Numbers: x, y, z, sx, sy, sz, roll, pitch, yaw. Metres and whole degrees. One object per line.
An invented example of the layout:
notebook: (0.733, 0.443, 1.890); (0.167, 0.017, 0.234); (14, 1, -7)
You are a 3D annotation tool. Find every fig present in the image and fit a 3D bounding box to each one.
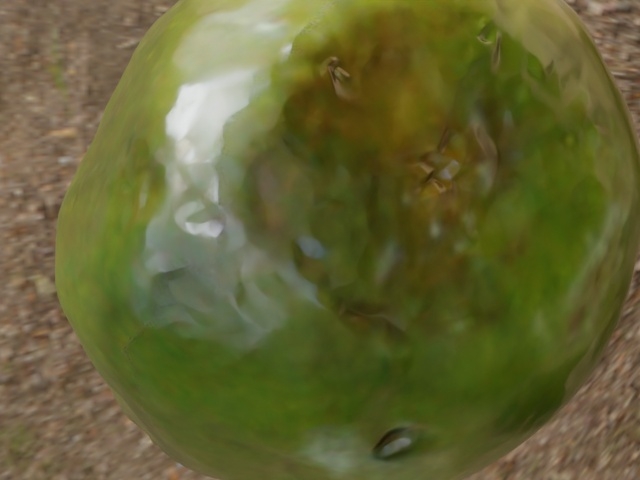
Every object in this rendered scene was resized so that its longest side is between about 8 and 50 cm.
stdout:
fig: (0.007, 0.008, 0.564); (0.167, 0.233, 0.167); (0, 63, 0)
